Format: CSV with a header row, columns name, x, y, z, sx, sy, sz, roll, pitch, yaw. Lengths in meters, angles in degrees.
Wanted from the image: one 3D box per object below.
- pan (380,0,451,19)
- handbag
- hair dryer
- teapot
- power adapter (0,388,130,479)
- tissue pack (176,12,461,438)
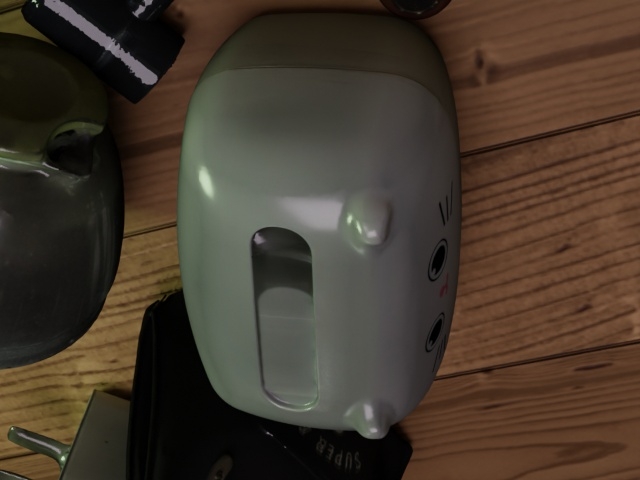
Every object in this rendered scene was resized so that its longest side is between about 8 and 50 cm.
name,x,y,z,sx,sy,sz,roll,pitch,yaw
pan,0.052,-0.206,1.044,0.115,0.023,0.068,6,129,5
handbag,-0.053,0.217,1.221,0.152,0.288,0.342,-34,115,27
hair dryer,-0.131,-0.220,1.044,0.124,0.071,0.219,39,117,-19
teapot,-0.283,-0.081,1.096,0.240,0.321,0.239,-4,140,-31
power adapter,-0.209,0.261,1.345,0.255,0.187,0.124,19,127,-6
tissue pack,0.000,0.000,1.074,0.230,0.236,0.333,4,129,8
